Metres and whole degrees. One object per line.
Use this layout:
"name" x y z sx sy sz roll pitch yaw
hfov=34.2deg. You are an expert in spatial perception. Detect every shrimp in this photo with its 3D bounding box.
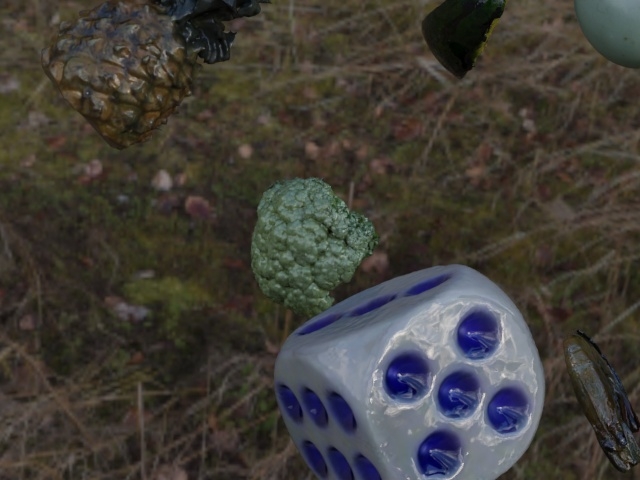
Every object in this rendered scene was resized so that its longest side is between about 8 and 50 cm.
"shrimp" 0.469 0.259 1.704 0.173 0.058 0.253 19 44 -50

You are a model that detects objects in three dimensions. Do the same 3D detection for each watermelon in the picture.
"watermelon" 0.252 -0.360 1.788 0.129 0.301 0.123 -39 84 -11

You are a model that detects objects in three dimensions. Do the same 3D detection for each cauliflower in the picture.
"cauliflower" 0.000 0.000 1.940 0.250 0.272 0.275 -8 36 -35

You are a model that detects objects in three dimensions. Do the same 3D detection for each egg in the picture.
"egg" 0.408 -0.312 1.357 0.149 0.149 0.192 -1 65 -11

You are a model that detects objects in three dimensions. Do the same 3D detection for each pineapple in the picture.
"pineapple" -0.122 -0.193 0.919 0.248 0.128 0.128 -40 41 -2

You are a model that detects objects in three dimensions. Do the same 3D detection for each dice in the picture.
"dice" 0.106 0.184 1.286 0.251 0.243 0.259 -27 9 -25
